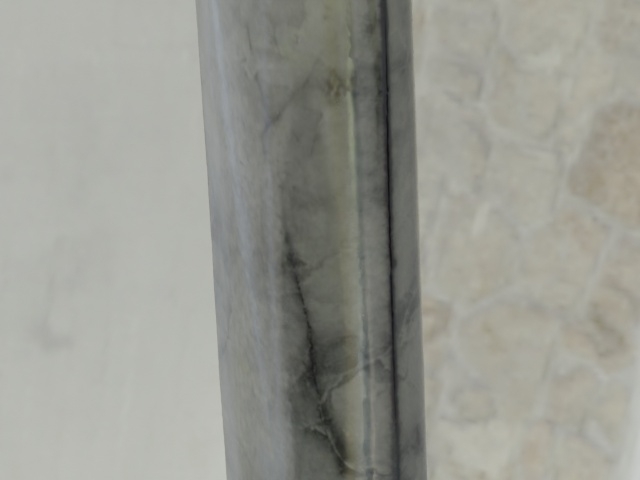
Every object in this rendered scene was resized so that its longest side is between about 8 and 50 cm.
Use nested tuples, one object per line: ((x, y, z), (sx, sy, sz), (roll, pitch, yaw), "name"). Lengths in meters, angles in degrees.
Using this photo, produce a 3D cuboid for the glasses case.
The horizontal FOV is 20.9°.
((0.000, 0.000, 0.681), (0.060, 0.114, 0.299), (-14, -70, -31), "glasses case")
